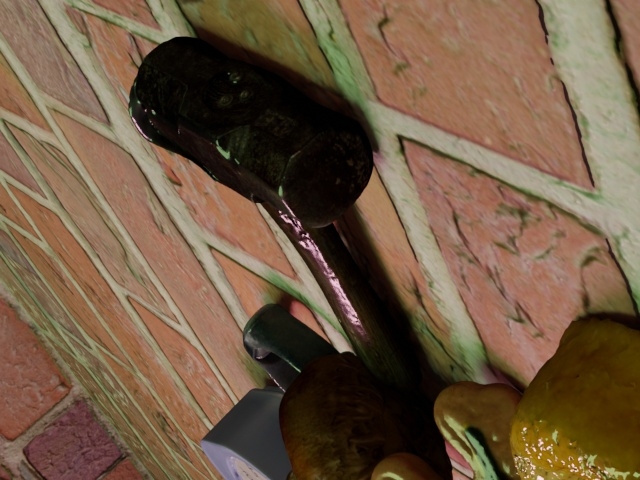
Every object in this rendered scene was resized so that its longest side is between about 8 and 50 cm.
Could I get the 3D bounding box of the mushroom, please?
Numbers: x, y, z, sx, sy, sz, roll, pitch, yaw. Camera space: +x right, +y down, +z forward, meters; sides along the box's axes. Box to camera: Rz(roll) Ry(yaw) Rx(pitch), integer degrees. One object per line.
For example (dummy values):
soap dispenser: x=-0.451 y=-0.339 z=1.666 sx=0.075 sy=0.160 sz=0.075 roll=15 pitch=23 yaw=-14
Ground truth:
mushroom: x=0.050 y=0.240 z=1.372 sx=0.153 sy=0.253 sz=0.253 roll=-20 pitch=121 yaw=22

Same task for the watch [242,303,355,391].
watch: x=-0.009 y=0.159 z=1.561 sx=0.193 sy=0.068 sz=0.206 roll=42 pitch=166 yaw=6

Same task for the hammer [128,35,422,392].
hammer: x=0.000 y=0.000 z=1.210 sx=0.242 sy=0.095 sz=0.409 roll=29 pitch=160 yaw=44

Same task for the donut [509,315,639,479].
donut: x=0.254 y=0.189 z=0.961 sx=0.277 sy=0.108 sz=0.277 roll=42 pitch=162 yaw=17

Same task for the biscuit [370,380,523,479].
biscuit: x=0.197 y=0.287 z=1.186 sx=0.334 sy=0.202 sz=0.047 roll=45 pitch=-159 yaw=9

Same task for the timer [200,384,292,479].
timer: x=0.011 y=0.383 z=1.813 sx=0.395 sy=0.173 sz=0.395 roll=42 pitch=161 yaw=18
